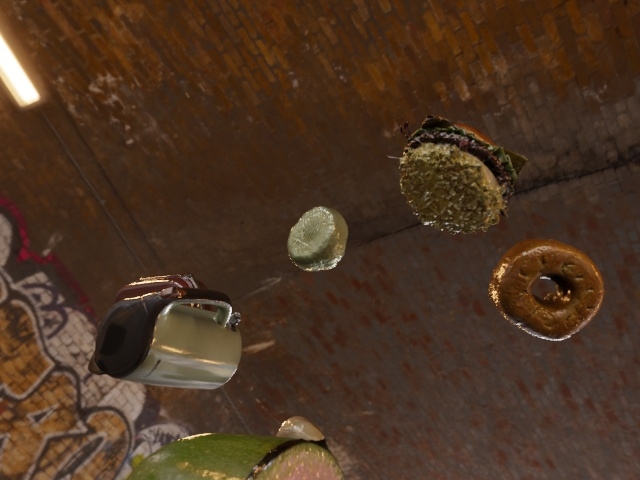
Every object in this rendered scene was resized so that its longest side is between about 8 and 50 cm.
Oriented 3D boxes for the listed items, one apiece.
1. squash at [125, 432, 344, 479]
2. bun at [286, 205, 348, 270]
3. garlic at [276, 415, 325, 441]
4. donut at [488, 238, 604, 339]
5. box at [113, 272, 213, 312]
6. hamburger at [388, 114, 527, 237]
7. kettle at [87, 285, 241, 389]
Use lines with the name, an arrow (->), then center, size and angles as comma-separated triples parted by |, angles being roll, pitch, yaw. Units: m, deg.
squash -> -0.160, 0.436, 0.727 | 0.309, 0.310, 0.310 | -9, -60, 31
bun -> 0.000, 0.000, 1.428 | 0.196, 0.195, 0.118 | -1, -25, 41
garlic -> -0.089, 0.654, 1.662 | 0.207, 0.128, 0.115 | -28, -115, 48
donut -> 0.482, 0.104, 1.059 | 0.227, 0.114, 0.226 | 1, -83, 8
box -> -0.455, 0.231, 1.389 | 0.404, 0.108, 0.262 | -10, -100, 40
hamburger -> 0.248, -0.117, 0.959 | 0.262, 0.138, 0.243 | 33, -26, 15
kettle -> -0.280, 0.183, 0.971 | 0.165, 0.240, 0.255 | 50, 11, 35
